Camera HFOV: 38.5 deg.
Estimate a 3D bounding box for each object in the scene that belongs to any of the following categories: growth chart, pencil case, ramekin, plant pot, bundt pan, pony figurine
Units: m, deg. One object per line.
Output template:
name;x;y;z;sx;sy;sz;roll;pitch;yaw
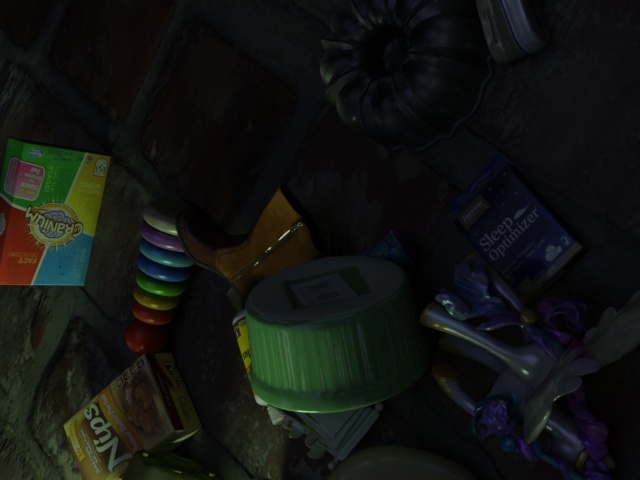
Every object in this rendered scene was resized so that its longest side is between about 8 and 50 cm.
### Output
growth chart;-0.008;0.272;1.618;0.172;0.021;0.237;-39;76;-19
pencil case;0.097;0.034;1.615;0.152;0.064;0.070;-27;93;32
ramekin;0.021;0.139;1.492;0.304;0.303;0.148;6;115;38
plant pot;-0.319;0.558;1.799;0.276;0.276;0.253;14;84;38
bundt pan;0.128;-0.320;1.581;0.331;0.124;0.330;-3;86;38
pony figurine;0.320;0.182;1.336;0.363;0.303;0.351;40;143;29

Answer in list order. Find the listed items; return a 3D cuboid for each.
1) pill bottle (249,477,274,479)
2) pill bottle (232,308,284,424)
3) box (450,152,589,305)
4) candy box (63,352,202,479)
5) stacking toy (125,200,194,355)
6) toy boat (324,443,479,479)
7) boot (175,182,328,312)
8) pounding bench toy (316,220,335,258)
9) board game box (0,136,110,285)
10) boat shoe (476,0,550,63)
pill bottle;-0.033;0.514;1.636;0.246;0.136;0.136;3;89;38
pill bottle;-0.081;0.227;1.706;0.117;0.117;0.214;-31;69;32
box;0.307;-0.022;1.476;0.136;0.037;0.225;-50;58;24
candy box;-0.408;0.397;1.966;0.316;0.088;0.182;-40;63;28
stacking toy;-0.339;0.089;1.917;0.141;0.141;0.330;30;110;35
toy boat;0.116;0.493;1.485;0.268;0.148;0.318;12;80;6
boot;-0.138;-0.014;1.710;0.264;0.096;0.280;56;138;13
pounding bench toy;0.000;0.000;1.701;0.083;0.052;0.065;20;99;37
board game box;-0.614;-0.058;2.064;0.064;0.242;0.316;18;98;35
boat shoe;0.278;-0.432;1.485;0.094;0.109;0.302;-24;75;36
